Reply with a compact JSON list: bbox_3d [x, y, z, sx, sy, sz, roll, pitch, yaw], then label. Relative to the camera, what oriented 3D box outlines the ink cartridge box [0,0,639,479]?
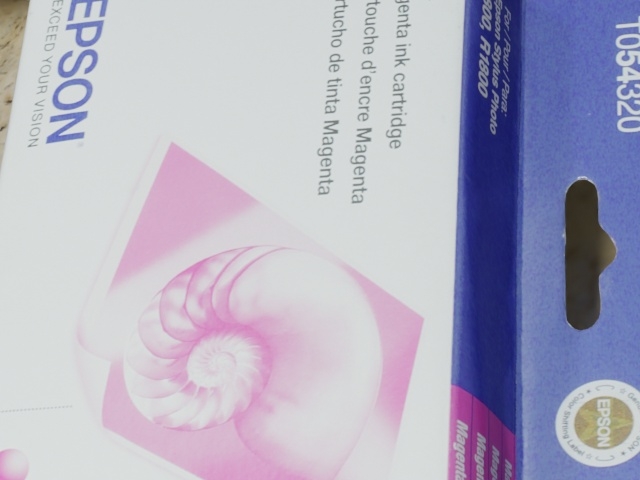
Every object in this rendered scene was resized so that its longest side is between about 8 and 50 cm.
[{"bbox_3d":[0.000,0.000,0.936,0.330,0.071,0.324,-6,56,15],"label":"ink cartridge box"}]
